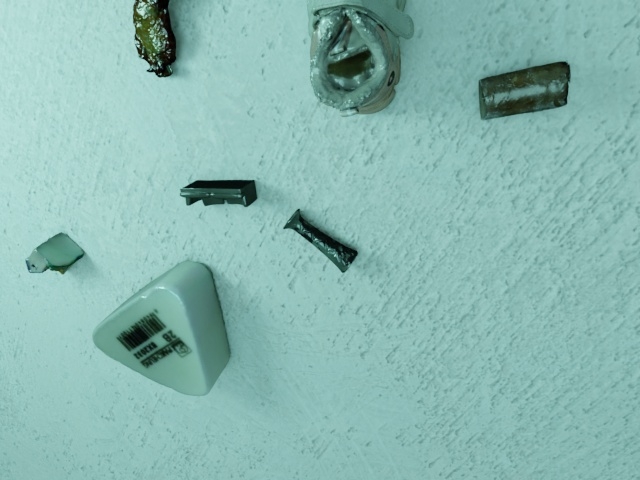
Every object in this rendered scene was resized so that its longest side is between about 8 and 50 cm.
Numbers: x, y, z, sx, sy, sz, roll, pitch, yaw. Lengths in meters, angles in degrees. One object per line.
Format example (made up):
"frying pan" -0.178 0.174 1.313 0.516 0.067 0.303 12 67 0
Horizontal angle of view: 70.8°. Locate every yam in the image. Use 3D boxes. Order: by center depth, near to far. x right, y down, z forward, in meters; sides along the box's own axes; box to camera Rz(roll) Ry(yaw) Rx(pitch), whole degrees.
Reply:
"yam" 0.345 -0.253 0.767 0.141 0.079 0.079 -5 112 19

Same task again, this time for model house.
"model house" -0.696 0.052 1.168 0.100 0.101 0.088 -38 101 27

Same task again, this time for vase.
"vase" 0.000 0.000 0.983 0.167 0.059 0.059 36 117 -3

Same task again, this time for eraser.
"eraser" -0.371 0.197 1.120 0.331 0.150 0.331 5 113 12

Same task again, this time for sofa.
"sofa" -0.222 -0.095 0.985 0.147 0.085 0.060 2 111 14

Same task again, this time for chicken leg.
"chicken leg" -0.303 -0.428 0.854 0.106 0.051 0.253 39 134 3

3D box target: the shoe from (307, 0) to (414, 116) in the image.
"shoe" 0.059 -0.372 0.722 0.171 0.198 0.351 -5 113 15
